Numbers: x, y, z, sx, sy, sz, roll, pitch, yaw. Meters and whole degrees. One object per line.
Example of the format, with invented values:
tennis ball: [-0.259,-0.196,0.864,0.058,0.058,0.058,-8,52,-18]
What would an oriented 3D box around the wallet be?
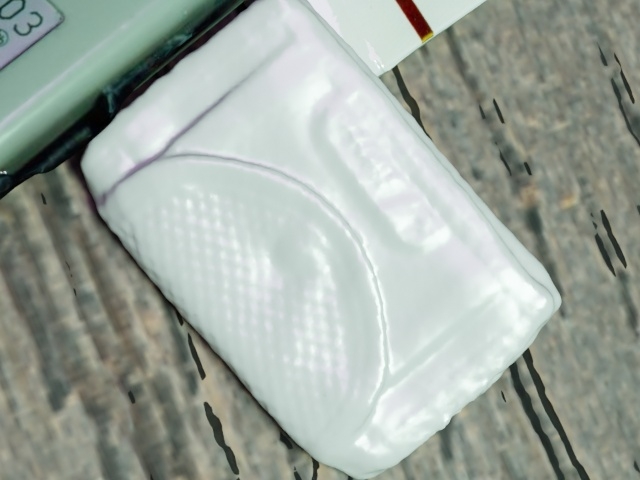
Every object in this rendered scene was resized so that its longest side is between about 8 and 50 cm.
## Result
wallet: [0.000,0.000,0.774,0.124,0.032,0.183,-41,94,0]

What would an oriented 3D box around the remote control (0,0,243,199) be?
remote control: [-0.160,-0.064,0.722,0.140,0.056,0.296,41,68,16]

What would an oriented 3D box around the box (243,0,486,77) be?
box: [0.040,-0.130,0.825,0.154,0.040,0.084,-36,95,-20]
